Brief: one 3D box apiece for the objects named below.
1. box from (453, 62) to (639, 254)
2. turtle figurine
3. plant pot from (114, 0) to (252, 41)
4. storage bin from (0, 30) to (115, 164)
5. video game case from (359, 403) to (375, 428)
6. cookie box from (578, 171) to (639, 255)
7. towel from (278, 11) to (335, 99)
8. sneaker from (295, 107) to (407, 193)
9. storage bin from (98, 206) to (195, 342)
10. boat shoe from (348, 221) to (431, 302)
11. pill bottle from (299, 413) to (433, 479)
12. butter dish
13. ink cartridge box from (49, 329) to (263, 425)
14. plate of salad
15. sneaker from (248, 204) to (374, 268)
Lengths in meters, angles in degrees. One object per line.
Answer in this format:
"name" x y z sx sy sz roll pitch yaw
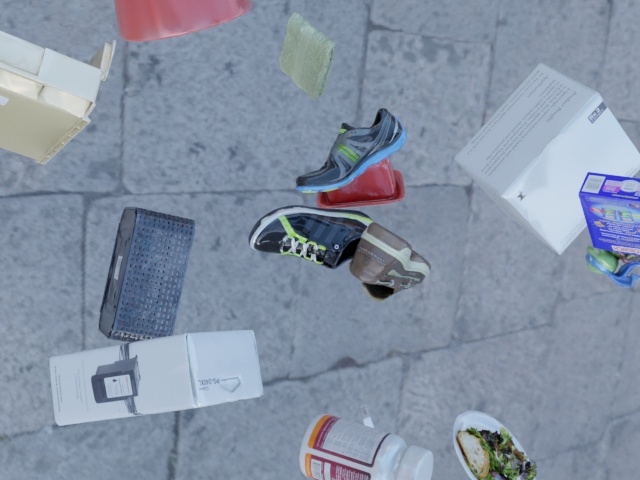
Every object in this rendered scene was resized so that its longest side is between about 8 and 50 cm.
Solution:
"box" 0.316 -0.110 1.197 0.181 0.119 0.182 -48 132 6
"turtle figurine" 0.479 -0.094 1.347 0.266 0.274 0.198 -40 151 15
"plant pot" -0.288 -0.541 1.679 0.275 0.275 0.243 -28 119 -30
"storage bin" -0.445 -0.228 1.154 0.262 0.260 0.123 20 69 -28
"video game case" 0.142 0.515 2.147 0.023 0.183 0.201 -20 89 -1
"cookie box" 0.373 -0.030 1.064 0.040 0.092 0.107 -57 139 -26
"towel" -0.026 -0.325 1.545 0.027 0.110 0.148 -41 166 -30
"sneaker" 0.037 -0.129 1.274 0.188 0.067 0.078 -35 102 -12
"storage bin" -0.243 0.049 1.203 0.084 0.122 0.180 12 88 -22
"boat shoe" 0.095 0.044 1.310 0.095 0.095 0.257 -59 157 -1
"pill bottle" 0.083 0.398 1.571 0.121 0.221 0.121 -37 133 -54
"butter dish" 0.069 -0.134 1.577 0.160 0.160 0.118 -5 115 4
"ink cartridge box" -0.142 0.119 0.764 0.109 0.150 0.063 8 72 -63
"plate of salad" 0.324 0.392 1.585 0.200 0.200 0.048 10 134 -40
"sneaker" 0.000 0.000 1.444 0.235 0.097 0.084 -5 137 -20
